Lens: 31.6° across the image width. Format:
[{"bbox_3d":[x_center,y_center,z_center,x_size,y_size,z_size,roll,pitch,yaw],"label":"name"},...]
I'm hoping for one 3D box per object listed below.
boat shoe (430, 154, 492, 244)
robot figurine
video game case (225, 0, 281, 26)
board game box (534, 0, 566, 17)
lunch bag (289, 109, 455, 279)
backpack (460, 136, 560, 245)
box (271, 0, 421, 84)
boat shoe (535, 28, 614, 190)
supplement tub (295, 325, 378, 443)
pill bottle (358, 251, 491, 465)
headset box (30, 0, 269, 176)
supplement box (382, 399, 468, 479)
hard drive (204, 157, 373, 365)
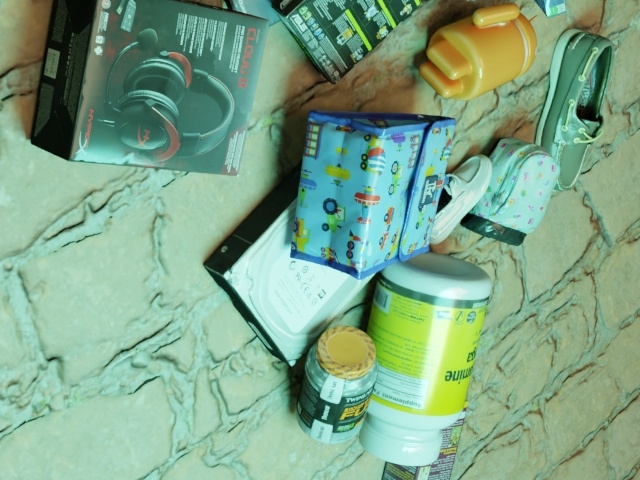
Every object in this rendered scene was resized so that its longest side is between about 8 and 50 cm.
[{"bbox_3d":[0.224,-0.081,1.939,0.184,0.066,0.063,-49,134,-3],"label":"boat shoe"},{"bbox_3d":[0.263,-0.305,1.830,0.219,0.128,0.158,-27,116,-32],"label":"robot figurine"},{"bbox_3d":[-0.027,-0.425,1.559,0.274,0.026,0.196,-32,126,-15],"label":"video game case"},{"bbox_3d":[0.347,-0.480,1.835,0.035,0.136,0.201,-18,125,3],"label":"board game box"},{"bbox_3d":[0.103,-0.080,1.713,0.293,0.138,0.221,-11,113,-53],"label":"lunch bag"},{"bbox_3d":[0.339,-0.088,1.994,0.152,0.115,0.182,15,101,-46],"label":"backpack"},{"bbox_3d":[0.041,-0.338,1.614,0.184,0.045,0.190,-45,149,0],"label":"box"},{"bbox_3d":[0.469,-0.229,2.074,0.109,0.091,0.305,-9,113,-40],"label":"boat shoe"},{"bbox_3d":[0.027,0.228,1.799,0.117,0.117,0.190,-29,149,-31],"label":"supplement tub"},{"bbox_3d":[0.164,0.197,1.902,0.188,0.188,0.334,-2,109,-42],"label":"pill bottle"},{"bbox_3d":[-0.204,-0.205,1.460,0.293,0.110,0.218,3,104,-43],"label":"headset box"},{"bbox_3d":[0.191,0.371,2.073,0.104,0.081,0.188,1,106,-43],"label":"supplement box"},{"bbox_3d":[0.000,0.000,1.764,0.339,0.064,0.237,-48,132,-18],"label":"hard drive"}]
